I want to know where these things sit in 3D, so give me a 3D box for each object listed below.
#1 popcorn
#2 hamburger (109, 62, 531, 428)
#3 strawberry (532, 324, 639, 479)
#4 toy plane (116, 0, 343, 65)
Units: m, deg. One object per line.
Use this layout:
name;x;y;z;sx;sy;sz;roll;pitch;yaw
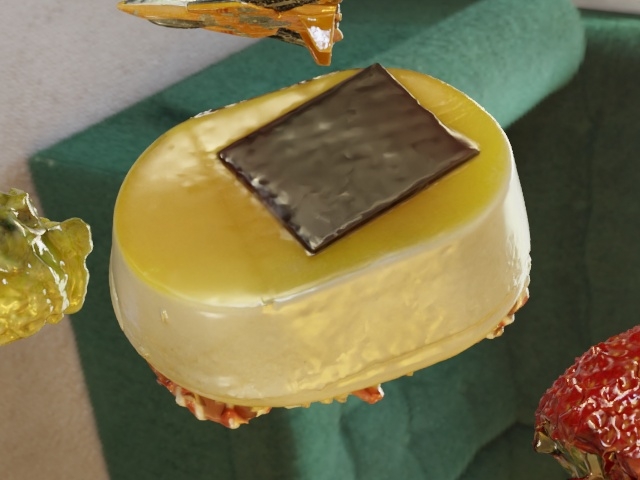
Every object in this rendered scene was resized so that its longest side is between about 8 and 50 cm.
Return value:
popcorn;-0.373;0.034;1.263;0.189;0.218;0.169;-3;132;-46
hamburger;0.000;0.000;0.760;0.295;0.227;0.151;-20;144;-9
strawberry;0.386;0.220;1.282;0.257;0.261;0.261;-37;137;-7
toy plane;-0.124;-0.329;1.547;0.204;0.316;0.103;92;10;-78
